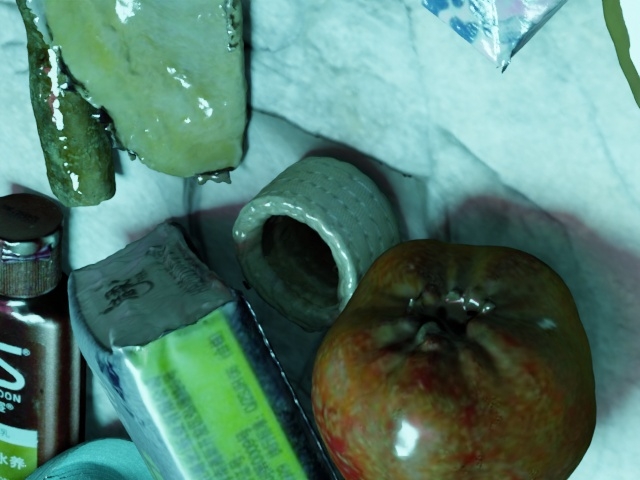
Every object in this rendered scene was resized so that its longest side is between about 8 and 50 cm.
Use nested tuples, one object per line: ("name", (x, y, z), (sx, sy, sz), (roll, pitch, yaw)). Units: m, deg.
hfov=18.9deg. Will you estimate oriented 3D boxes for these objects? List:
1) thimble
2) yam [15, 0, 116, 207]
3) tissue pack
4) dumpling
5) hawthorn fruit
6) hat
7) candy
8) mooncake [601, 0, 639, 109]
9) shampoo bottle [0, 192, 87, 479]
("thimble", (0.000, 0.000, 1.445), (0.102, 0.090, 0.115), (-13, 109, 36))
("yam", (-0.206, -0.147, 1.516), (0.061, 0.061, 0.253), (10, 123, 30))
("tissue pack", (-0.054, 0.198, 1.496), (0.394, 0.124, 0.288), (64, 171, -16))
("dumpling", (-0.129, -0.192, 1.413), (0.166, 0.086, 0.332), (3, 126, -4))
("hawthorn fruit", (0.096, 0.126, 1.382), (0.208, 0.208, 0.248), (22, 141, 22))
("hat", (-0.220, 0.260, 1.717), (0.191, 0.078, 0.138), (-37, 129, 14))
("candy", (0.139, -0.190, 1.233), (0.092, 0.073, 0.160), (46, 134, -1))
("mooncake", (0.311, -0.160, 1.074), (0.284, 0.155, 0.284), (16, 124, 25))
("shampoo bottle", (-0.265, 0.111, 1.707), (0.129, 0.084, 0.323), (21, 128, 17))
